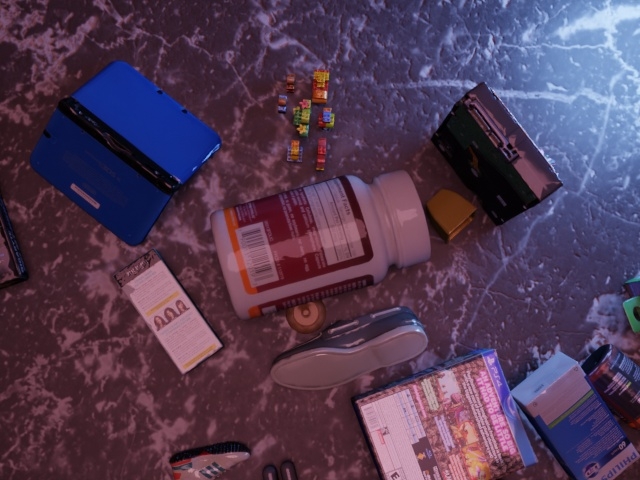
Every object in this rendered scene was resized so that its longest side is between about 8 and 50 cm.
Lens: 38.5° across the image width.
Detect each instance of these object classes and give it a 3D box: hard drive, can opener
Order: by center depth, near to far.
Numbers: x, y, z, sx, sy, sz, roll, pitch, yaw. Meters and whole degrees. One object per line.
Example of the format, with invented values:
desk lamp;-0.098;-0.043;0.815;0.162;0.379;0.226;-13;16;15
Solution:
hard drive;0.328;-0.156;1.758;0.064;0.339;0.237;-37;85;-5
can opener;-0.052;0.576;1.795;0.074;0.093;0.280;-13;80;-2

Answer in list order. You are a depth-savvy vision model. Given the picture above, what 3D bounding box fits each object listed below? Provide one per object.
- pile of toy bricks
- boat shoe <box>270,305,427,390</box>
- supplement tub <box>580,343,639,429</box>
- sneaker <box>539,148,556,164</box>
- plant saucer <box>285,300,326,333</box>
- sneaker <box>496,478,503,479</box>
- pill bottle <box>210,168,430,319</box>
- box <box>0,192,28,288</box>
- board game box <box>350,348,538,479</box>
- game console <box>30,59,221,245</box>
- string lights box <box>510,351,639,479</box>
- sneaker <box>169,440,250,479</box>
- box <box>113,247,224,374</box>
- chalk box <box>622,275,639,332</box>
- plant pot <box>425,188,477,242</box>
pile of toy bricks;-0.030;-0.256;1.873;0.118;0.105;0.212;4;84;-1
boat shoe;0.052;0.213;1.847;0.319;0.116;0.099;-16;41;3
supplement tub;0.618;0.305;1.834;0.198;0.106;0.106;41;84;2
sneaker;0.453;-0.128;1.910;0.057;0.047;0.119;26;85;-10
plant saucer;-0.029;0.149;1.875;0.083;0.015;0.083;0;84;-2
sneaker;0.332;0.596;1.786;0.106;0.101;0.267;22;73;-10
pill bottle;0.000;0.000;1.788;0.392;0.224;0.224;-15;84;-4
box;-0.776;-0.013;1.842;0.296;0.073;0.293;-19;86;-4
board game box;0.235;0.368;1.796;0.291;0.141;0.232;-19;85;-4
game console;-0.401;-0.181;1.894;0.293;0.173;0.250;38;115;3
string lights box;0.499;0.362;1.794;0.133;0.077;0.259;-38;108;-5
sneaker;-0.215;0.451;1.823;0.161;0.057;0.075;-10;101;-4
box;-0.303;0.142;1.843;0.100;0.060;0.244;-35;86;-5
chalk box;0.710;0.119;1.846;0.213;0.132;0.132;-21;86;-3
plant pot;0.261;-0.058;1.877;0.081;0.081;0.083;-42;76;-5
